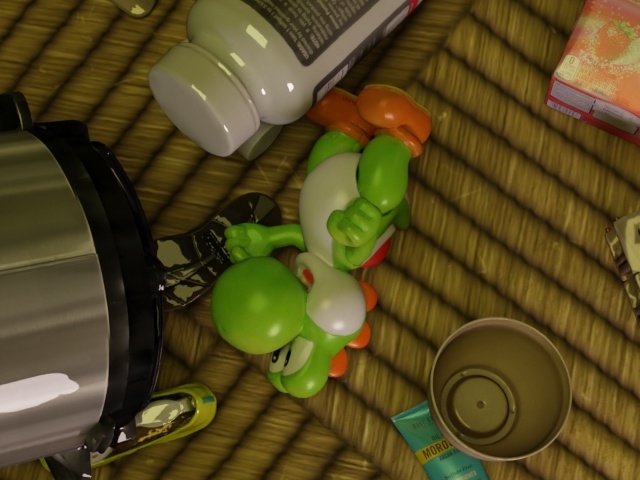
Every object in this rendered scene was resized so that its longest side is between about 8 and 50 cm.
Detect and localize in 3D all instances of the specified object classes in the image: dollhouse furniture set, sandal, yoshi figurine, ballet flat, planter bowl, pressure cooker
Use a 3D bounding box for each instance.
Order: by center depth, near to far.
[{"bbox_3d":[-0.364,0.071,1.447,0.420,0.369,0.375,-12,47,-32],"label":"pressure cooker"},{"bbox_3d":[0.435,0.009,1.535,0.184,0.129,0.129,-21,82,4],"label":"dollhouse furniture set"},{"bbox_3d":[0.192,0.180,1.541,0.162,0.109,0.162,3,70,-8],"label":"planter bowl"},{"bbox_3d":[-0.015,-0.008,1.543,0.203,0.203,0.362,16,83,8],"label":"yoshi figurine"},{"bbox_3d":[-0.236,0.221,1.607,0.231,0.077,0.077,-18,84,4],"label":"ballet flat"},{"bbox_3d":[-0.146,0.016,1.634,0.219,0.060,0.090,-35,88,-13],"label":"sandal"}]

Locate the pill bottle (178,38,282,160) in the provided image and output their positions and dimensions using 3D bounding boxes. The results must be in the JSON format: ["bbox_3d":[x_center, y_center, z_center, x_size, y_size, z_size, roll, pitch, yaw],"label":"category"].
[{"bbox_3d":[-0.122,-0.169,1.632,0.152,0.086,0.086,42,89,9],"label":"pill bottle"}]

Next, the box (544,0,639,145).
[{"bbox_3d":[0.423,-0.174,1.544,0.300,0.154,0.142,25,87,9],"label":"box"}]

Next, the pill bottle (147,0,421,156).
[{"bbox_3d":[-0.039,-0.244,1.531,0.176,0.176,0.318,42,70,8],"label":"pill bottle"}]

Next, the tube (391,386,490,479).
[{"bbox_3d":[0.165,0.282,1.579,0.080,0.052,0.207,-25,76,-9],"label":"tube"}]

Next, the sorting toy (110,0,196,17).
[{"bbox_3d":[-0.222,-0.385,1.631,0.307,0.229,0.041,37,45,8],"label":"sorting toy"}]
